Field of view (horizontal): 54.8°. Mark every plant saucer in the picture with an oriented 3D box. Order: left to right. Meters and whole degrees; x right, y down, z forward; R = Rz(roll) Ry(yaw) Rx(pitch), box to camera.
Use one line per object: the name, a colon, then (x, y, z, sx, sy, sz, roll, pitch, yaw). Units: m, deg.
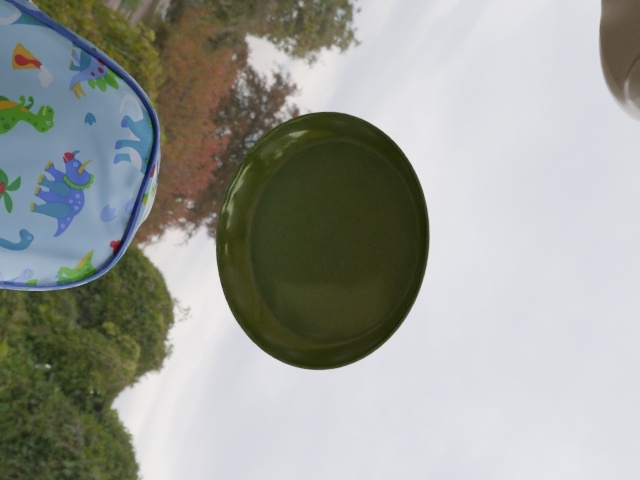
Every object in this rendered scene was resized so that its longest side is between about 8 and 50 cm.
plant saucer: (0.000, 0.000, 0.588, 0.241, 0.037, 0.240, -2, -94, 35)

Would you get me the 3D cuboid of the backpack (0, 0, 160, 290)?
backpack: (-0.304, -0.088, 0.480, 0.274, 0.356, 0.289, 11, -99, 31)

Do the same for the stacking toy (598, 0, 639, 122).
stacking toy: (0.648, -0.298, 0.779, 0.350, 0.481, 0.350, -175, -90, -83)
